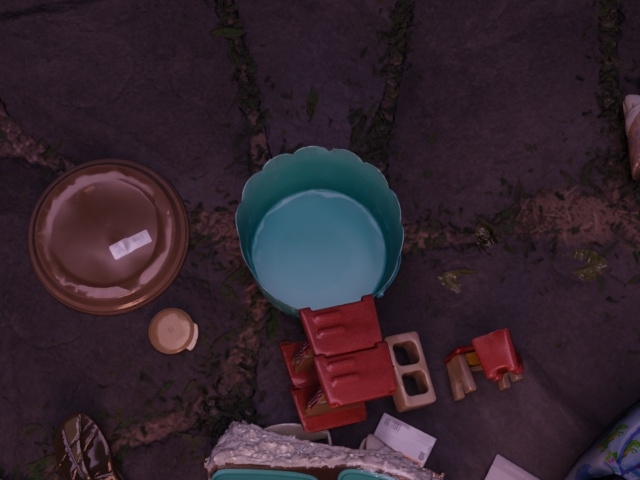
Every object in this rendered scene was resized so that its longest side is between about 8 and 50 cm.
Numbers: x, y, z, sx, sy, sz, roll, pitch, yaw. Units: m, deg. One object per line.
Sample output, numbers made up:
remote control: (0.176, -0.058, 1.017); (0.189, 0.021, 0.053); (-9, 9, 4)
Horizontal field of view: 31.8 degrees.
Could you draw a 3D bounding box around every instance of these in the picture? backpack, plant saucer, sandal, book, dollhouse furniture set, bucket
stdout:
backpack: (0.517, 0.355, 1.701); (0.355, 0.290, 0.273); (-18, 63, -19)
plant saucer: (-0.361, -0.012, 1.901); (0.277, 0.041, 0.278); (0, 76, -2)
sandal: (-0.349, 0.377, 1.799); (0.090, 0.060, 0.219); (-35, 93, -3)
book: (0.114, 0.365, 1.818); (0.096, 0.035, 0.144); (26, 77, 9)
dollhouse furniture set: (0.141, 0.172, 1.741); (0.374, 0.201, 0.152); (-10, 71, -18)
bucket: (0.000, 0.000, 1.829); (0.281, 0.183, 0.281); (0, 77, -1)

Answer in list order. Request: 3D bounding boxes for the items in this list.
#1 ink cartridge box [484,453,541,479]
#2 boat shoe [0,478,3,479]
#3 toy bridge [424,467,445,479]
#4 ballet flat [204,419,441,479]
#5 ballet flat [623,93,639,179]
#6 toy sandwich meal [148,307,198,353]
ink cartridge box: (0.339, 0.508, 1.773); (0.275, 0.060, 0.239); (31, 53, 7)
boat shoe: (-0.471, 0.440, 1.772); (0.227, 0.081, 0.069); (25, 112, -6)
toy bridge: (0.157, 0.457, 1.797); (0.063, 0.026, 0.188); (27, 77, 3)
ballet flat: (0.024, 0.351, 1.756); (0.408, 0.147, 0.147); (9, 76, 9)
ballet flat: (0.592, -0.241, 1.950); (0.106, 0.107, 0.316); (29, 71, 27)
toy sandwich meal: (-0.244, 0.151, 1.868); (0.085, 0.029, 0.086); (-1, 77, 4)
